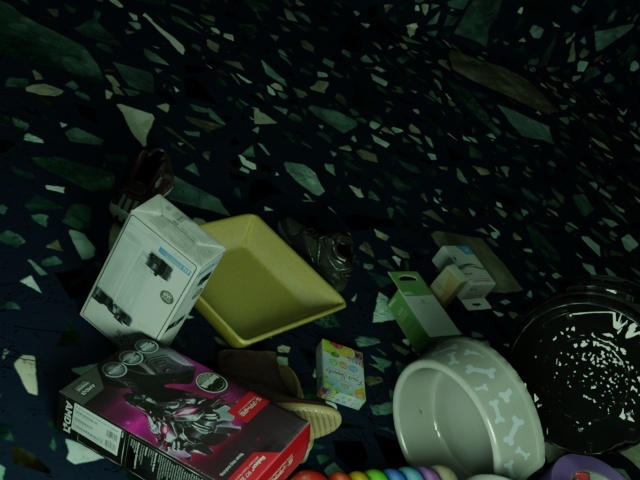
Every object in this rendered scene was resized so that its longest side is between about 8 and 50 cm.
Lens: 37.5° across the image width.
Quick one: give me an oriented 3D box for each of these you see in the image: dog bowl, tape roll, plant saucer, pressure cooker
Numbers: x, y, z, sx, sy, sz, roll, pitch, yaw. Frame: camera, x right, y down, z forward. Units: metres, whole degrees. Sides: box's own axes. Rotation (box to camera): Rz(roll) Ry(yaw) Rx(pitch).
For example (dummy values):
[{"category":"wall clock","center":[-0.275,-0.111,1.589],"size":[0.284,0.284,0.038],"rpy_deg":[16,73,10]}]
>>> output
[{"category":"dog bowl","center":[0.270,0.365,1.823],"size":[0.102,0.348,0.349],"rpy_deg":[-15,55,-32]},{"category":"tape roll","center":[0.581,0.592,2.002],"size":[0.275,0.090,0.275],"rpy_deg":[22,34,-16]},{"category":"plant saucer","center":[-0.164,0.095,2.003],"size":[0.333,0.081,0.333],"rpy_deg":[43,34,25]},{"category":"pressure cooker","center":[0.636,0.273,2.185],"size":[0.370,0.375,0.420],"rpy_deg":[56,23,10]}]

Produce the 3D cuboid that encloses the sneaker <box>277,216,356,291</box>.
[{"category":"sneaker","center":[0.000,0.000,2.200],"size":[0.227,0.130,0.087],"rpy_deg":[46,33,24]}]

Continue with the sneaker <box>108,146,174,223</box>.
[{"category":"sneaker","center":[-0.368,-0.160,2.098],"size":[0.106,0.162,0.281],"rpy_deg":[27,34,-9]}]

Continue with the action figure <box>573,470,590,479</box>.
[{"category":"action figure","center":[0.508,0.590,1.803],"size":[0.139,0.091,0.280],"rpy_deg":[8,50,-38]}]

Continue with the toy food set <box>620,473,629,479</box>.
[{"category":"toy food set","center":[0.699,0.575,2.181],"size":[0.083,0.020,0.082],"rpy_deg":[43,35,14]}]

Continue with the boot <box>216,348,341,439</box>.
[{"category":"boot","center":[-0.086,0.278,1.792],"size":[0.248,0.090,0.207],"rpy_deg":[1,34,-1]}]

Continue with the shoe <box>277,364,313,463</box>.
[{"category":"shoe","center":[-0.062,0.336,1.832],"size":[0.077,0.058,0.219],"rpy_deg":[-17,43,-3]}]

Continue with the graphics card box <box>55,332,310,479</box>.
[{"category":"graphics card box","center":[-0.230,0.314,1.596],"size":[0.371,0.094,0.233],"rpy_deg":[24,31,19]}]

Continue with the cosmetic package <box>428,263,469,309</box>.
[{"category":"cosmetic package","center":[0.311,0.119,2.350],"size":[0.041,0.115,0.060],"rpy_deg":[-12,54,-47]}]

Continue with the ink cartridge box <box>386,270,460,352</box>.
[{"category":"ink cartridge box","center":[0.234,0.170,2.270],"size":[0.109,0.062,0.209],"rpy_deg":[0,45,-39]}]

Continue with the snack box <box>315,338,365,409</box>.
[{"category":"snack box","center":[0.042,0.282,1.993],"size":[0.100,0.037,0.141],"rpy_deg":[21,36,-17]}]

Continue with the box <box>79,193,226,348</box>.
[{"category":"box","center":[-0.312,0.078,1.733],"size":[0.169,0.290,0.087],"rpy_deg":[39,36,6]}]

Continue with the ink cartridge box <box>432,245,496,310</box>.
[{"category":"ink cartridge box","center":[0.389,0.097,2.491],"size":[0.104,0.060,0.180],"rpy_deg":[-1,46,-41]}]

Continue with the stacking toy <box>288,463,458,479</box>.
[{"category":"stacking toy","center":[0.089,0.476,1.722],"size":[0.330,0.141,0.141],"rpy_deg":[8,41,-23]}]

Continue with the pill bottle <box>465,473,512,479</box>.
[{"category":"pill bottle","center":[0.229,0.584,1.530],"size":[0.224,0.224,0.392],"rpy_deg":[38,48,7]}]
